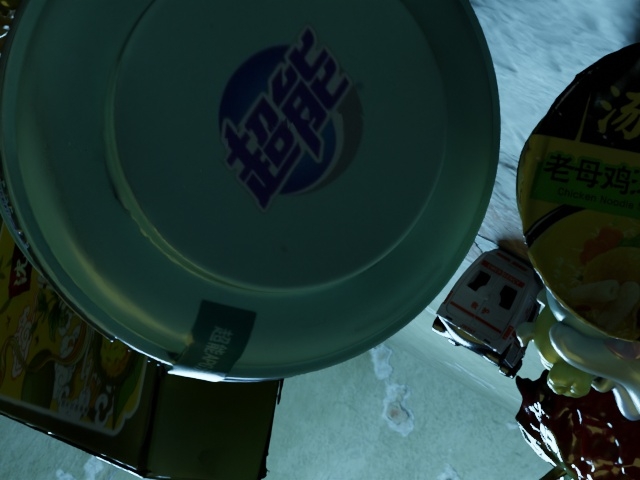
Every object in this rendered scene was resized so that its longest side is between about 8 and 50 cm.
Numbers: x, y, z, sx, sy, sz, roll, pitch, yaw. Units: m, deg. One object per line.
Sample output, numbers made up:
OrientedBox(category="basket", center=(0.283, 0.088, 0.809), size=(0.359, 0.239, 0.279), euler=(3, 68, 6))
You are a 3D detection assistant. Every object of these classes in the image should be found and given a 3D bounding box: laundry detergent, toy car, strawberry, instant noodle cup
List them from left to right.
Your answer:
OrientedBox(category="laundry detergent", center=(-0.058, -0.066, 0.818), size=(0.287, 0.287, 0.305), euler=(35, 173, -14))
OrientedBox(category="toy car", center=(0.194, 0.080, 1.464), size=(0.089, 0.108, 0.210), euler=(29, 176, 18))
OrientedBox(category="instant noodle cup", center=(0.171, -0.027, 0.704), size=(0.151, 0.151, 0.122), euler=(34, -175, -2))
OrientedBox(category="strawberry", center=(0.321, 0.173, 1.182), size=(0.261, 0.258, 0.261), euler=(56, 177, 4))

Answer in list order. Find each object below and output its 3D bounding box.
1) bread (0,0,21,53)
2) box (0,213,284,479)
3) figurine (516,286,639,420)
OrientedBox(category="bread", center=(-0.273, -0.255, 0.966), size=(0.222, 0.181, 0.096), euler=(36, 149, -15))
OrientedBox(category="box", center=(-0.183, 0.017, 1.317), size=(0.138, 0.372, 0.420), euler=(13, 176, -37))
OrientedBox(category="figurine", center=(0.216, 0.041, 0.980), size=(0.235, 0.127, 0.155), euler=(39, 150, -10))
